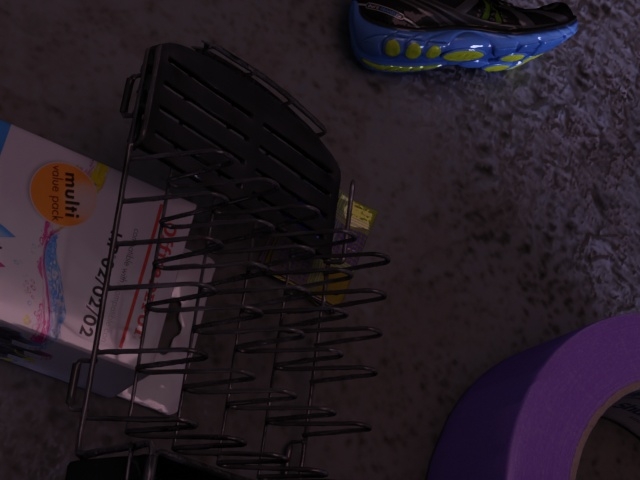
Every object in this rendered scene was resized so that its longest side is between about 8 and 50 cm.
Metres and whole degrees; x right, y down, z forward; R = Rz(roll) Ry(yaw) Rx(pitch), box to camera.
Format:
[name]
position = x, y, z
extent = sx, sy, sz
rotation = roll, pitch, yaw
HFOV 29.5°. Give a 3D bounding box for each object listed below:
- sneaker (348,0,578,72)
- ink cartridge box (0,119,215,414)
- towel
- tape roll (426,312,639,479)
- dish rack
[sneaker]
position = 0.103, -0.160, 0.847
extent = 0.188, 0.067, 0.078
rotation = -4, 80, -28
[ink cartridge box]
position = -0.134, 0.013, 0.643
extent = 0.181, 0.061, 0.104
rotation = 23, 62, -22
[towel]
position = 0.000, 0.000, 0.759
extent = 0.060, 0.009, 0.083
rotation = 34, 58, -14
[tape roll]
position = 0.200, 0.188, 0.756
extent = 0.275, 0.090, 0.275
rotation = 12, 66, -27
[dish rack]
position = -0.032, 0.036, 0.635
extent = 0.208, 0.074, 0.271
rotation = 33, 58, -51
